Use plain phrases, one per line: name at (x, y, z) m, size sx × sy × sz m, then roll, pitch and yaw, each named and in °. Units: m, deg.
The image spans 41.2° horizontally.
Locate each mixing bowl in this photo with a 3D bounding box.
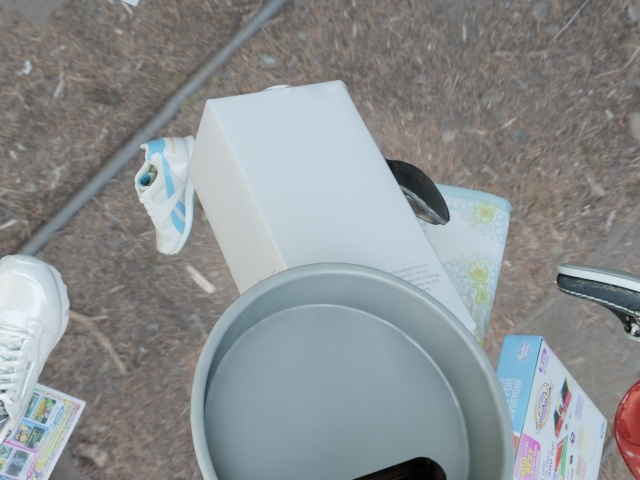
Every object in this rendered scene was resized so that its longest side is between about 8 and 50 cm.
mixing bowl at (0.420, 0.224, 1.015) m, size 0.098 × 0.181 × 0.181 m, roll 30°, pitch 93°, yaw -23°

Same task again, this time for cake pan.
cake pan at (0.027, 0.160, 0.739) m, size 0.293 × 0.054 × 0.293 m, roll 10°, pitch 59°, yaw -16°

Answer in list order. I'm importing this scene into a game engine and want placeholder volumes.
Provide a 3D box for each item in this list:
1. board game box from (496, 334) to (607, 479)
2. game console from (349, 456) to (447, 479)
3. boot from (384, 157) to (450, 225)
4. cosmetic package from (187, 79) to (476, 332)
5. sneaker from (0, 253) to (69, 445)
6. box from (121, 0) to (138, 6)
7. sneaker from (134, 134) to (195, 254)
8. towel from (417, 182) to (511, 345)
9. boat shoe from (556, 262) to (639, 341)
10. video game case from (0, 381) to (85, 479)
board game box at (0.361, 0.330, 1.364) m, size 0.064 × 0.316 × 0.242 m, roll -3°, pitch 54°, yaw 38°
game console at (0.116, 0.199, 0.470) m, size 0.361 × 0.213 × 0.044 m, roll -26°, pitch 128°, yaw 21°
boot at (0.067, -0.048, 1.491) m, size 0.263 × 0.091 × 0.229 m, roll 32°, pitch 124°, yaw -10°
cosmetic package at (0.000, 0.000, 1.014) m, size 0.197 × 0.155 × 0.366 m, roll -12°, pitch 62°, yaw -27°
sneaker at (-0.324, 0.124, 0.885) m, size 0.090 × 0.095 × 0.235 m, roll 16°, pitch 117°, yaw -9°
box at (-0.277, -0.368, 0.847) m, size 0.087 × 0.290 × 0.169 m, roll 37°, pitch 104°, yaw 32°
sneaker at (-0.258, -0.073, 1.396) m, size 0.092 × 0.087 × 0.229 m, roll -5°, pitch 130°, yaw -23°
towel at (0.172, 0.030, 1.709) m, size 0.374 × 0.090 × 0.321 m, roll 10°, pitch 66°, yaw 15°
boat shoe at (0.441, 0.100, 1.077) m, size 0.302 × 0.114 × 0.091 m, roll 15°, pitch 100°, yaw 11°
video game case at (-0.403, 0.257, 1.106) m, size 0.143 × 0.019 × 0.157 m, roll 32°, pitch 78°, yaw -33°
